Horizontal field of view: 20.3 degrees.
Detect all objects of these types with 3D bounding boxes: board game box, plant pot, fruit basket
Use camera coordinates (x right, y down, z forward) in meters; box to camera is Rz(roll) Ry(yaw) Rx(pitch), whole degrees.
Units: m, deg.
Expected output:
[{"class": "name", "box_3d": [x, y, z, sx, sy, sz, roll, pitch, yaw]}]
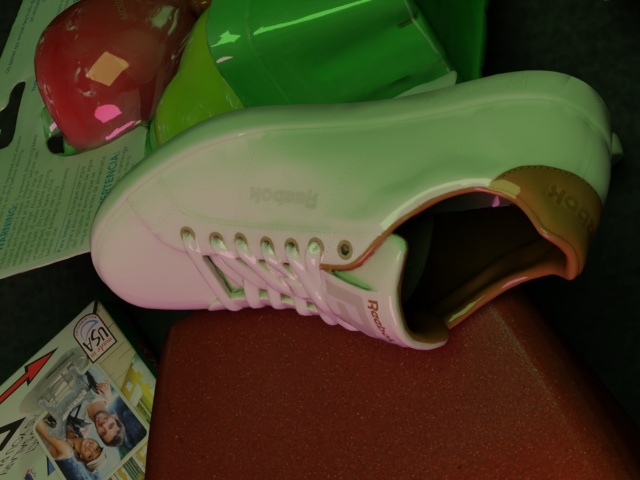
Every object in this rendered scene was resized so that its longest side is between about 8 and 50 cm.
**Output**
[{"class": "board game box", "box_3d": [-0.193, 0.221, 1.171, 0.317, 0.046, 0.213, -42, 68, 9]}, {"class": "plant pot", "box_3d": [0.054, 0.135, 0.985, 0.267, 0.267, 0.236, -28, 55, 13]}, {"class": "fruit basket", "box_3d": [-0.064, -0.116, 1.100, 0.353, 0.165, 0.327, -22, 40, 28]}]

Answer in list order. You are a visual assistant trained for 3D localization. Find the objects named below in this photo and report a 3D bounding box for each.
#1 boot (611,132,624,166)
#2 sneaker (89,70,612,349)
[{"class": "boot", "box_3d": [0.086, -0.056, 1.101, 0.190, 0.069, 0.086, -20, 77, 18]}, {"class": "sneaker", "box_3d": [0.000, 0.000, 0.886, 0.290, 0.106, 0.123, -15, 42, 25]}]
